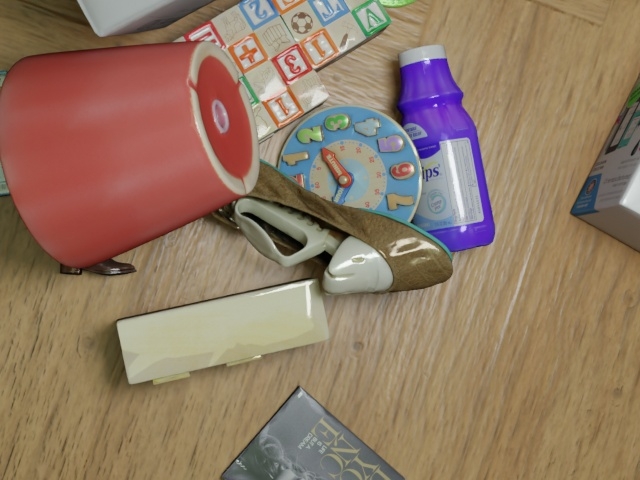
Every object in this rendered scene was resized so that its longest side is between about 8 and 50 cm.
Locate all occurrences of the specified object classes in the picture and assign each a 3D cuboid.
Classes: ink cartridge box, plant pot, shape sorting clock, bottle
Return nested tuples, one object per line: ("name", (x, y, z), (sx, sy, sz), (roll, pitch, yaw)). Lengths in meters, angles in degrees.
("ink cartridge box", (0.517, -0.115, 1.704), (0.197, 0.198, 0.270), (28, 83, -6))
("plant pot", (-0.223, -0.123, 1.519), (0.243, 0.275, 0.274), (-13, 90, 19))
("shape sorting clock", (0.037, -0.083, 1.678), (0.206, 0.040, 0.206), (3, 97, 21))
("bottle", (0.163, -0.123, 1.690), (0.092, 0.118, 0.282), (-11, 91, -32))

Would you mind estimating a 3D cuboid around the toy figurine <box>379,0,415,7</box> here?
("toy figurine", (0.134, -0.392, 1.675), (0.173, 0.159, 0.130), (10, 87, -9))

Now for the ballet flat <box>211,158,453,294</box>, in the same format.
("ballet flat", (0.000, 0.000, 1.613), (0.342, 0.116, 0.124), (27, 48, 13))

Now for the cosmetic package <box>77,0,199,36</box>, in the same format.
("cosmetic package", (-0.130, -0.481, 1.491), (0.394, 0.329, 0.327), (-24, 98, 11))

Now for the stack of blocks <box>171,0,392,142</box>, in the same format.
("stack of blocks", (-0.054, -0.251, 1.678), (0.297, 0.087, 0.171), (-33, 93, -8))

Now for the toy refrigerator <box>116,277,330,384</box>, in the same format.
("toy refrigerator", (-0.131, 0.123, 1.648), (0.270, 0.102, 0.094), (-11, 90, -9))

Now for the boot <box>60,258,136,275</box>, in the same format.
("boot", (-0.299, -0.010, 1.663), (0.107, 0.037, 0.114), (3, 83, -11))

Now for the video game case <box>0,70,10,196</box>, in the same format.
("video game case", (-0.466, -0.137, 1.650), (0.119, 0.015, 0.166), (-9, 90, -8))

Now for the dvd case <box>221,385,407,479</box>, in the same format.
("dvd case", (-0.001, 0.334, 1.703), (0.221, 0.018, 0.164), (42, 83, -5))
